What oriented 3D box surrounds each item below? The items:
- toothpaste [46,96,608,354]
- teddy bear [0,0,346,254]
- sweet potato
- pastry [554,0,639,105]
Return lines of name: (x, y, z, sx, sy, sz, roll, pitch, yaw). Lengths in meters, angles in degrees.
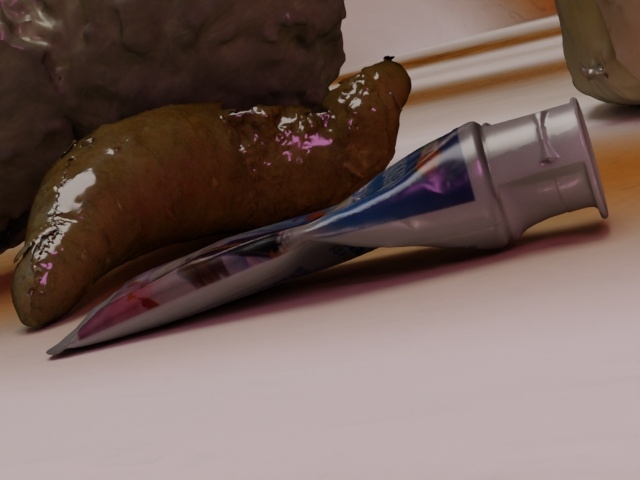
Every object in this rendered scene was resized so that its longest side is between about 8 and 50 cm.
toothpaste: (0.000, 0.000, 0.632, 0.266, 0.061, 0.096, -18, 9, 14)
teddy bear: (-0.158, -0.148, 0.906, 0.367, 0.357, 0.224, -11, 36, -13)
sweet potato: (-0.072, -0.039, 0.813, 0.310, 0.098, 0.124, -24, 21, -32)
pastry: (0.291, -0.179, 0.975, 0.264, 0.133, 0.265, -14, 8, 2)
